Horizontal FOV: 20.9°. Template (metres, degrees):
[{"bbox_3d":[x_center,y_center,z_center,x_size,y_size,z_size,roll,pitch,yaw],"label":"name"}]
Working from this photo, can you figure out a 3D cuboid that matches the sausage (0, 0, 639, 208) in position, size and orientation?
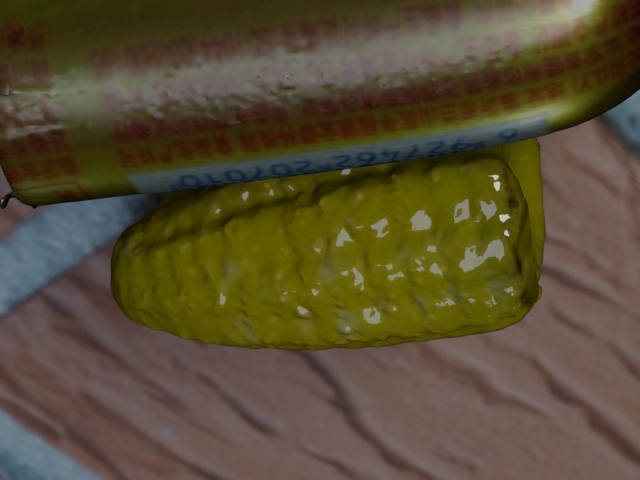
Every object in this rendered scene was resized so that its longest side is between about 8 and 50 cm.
[{"bbox_3d":[0.027,-0.092,0.655,0.317,0.117,0.125,-8,134,8],"label":"sausage"}]

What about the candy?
[{"bbox_3d":[0.000,0.000,0.758,0.198,0.094,0.106,-11,97,20],"label":"candy"}]
